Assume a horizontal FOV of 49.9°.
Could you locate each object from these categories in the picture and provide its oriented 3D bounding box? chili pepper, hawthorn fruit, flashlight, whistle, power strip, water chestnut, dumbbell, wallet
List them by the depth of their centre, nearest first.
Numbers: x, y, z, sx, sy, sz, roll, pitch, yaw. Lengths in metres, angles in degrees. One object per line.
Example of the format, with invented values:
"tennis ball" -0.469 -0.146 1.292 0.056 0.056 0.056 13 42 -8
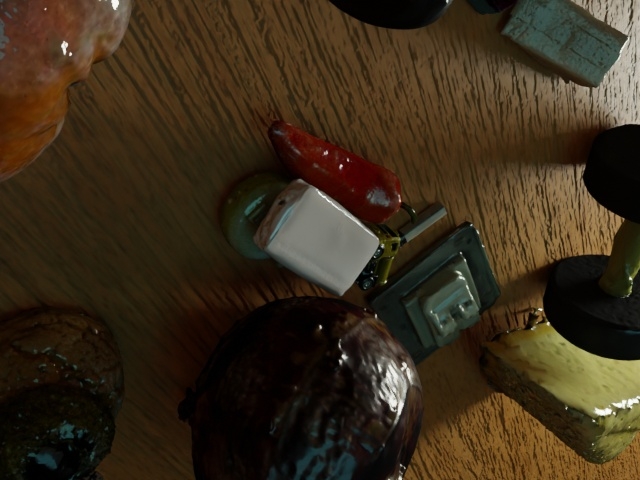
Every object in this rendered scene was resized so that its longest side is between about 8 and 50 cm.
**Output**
"hawthorn fruit" -0.238 -0.166 0.430 0.235 0.231 0.263 -42 141 -15
"wallet" 0.000 0.000 0.782 0.095 0.033 0.190 -55 142 -3
"chili pepper" 0.028 -0.071 0.792 0.272 0.063 0.071 24 118 -42
"whistle" -0.037 0.000 0.806 0.104 0.057 0.198 -42 134 1
"water chestnut" -0.042 0.223 0.828 0.350 0.302 0.350 -42 139 -54
"flashlight" 0.133 -0.021 0.931 0.083 0.018 0.018 -36 135 -7
"power strip" 0.187 0.100 1.025 0.198 0.064 0.213 -39 134 -5
"dumbbell" 0.478 0.005 1.053 0.204 0.204 0.322 -15 129 -25

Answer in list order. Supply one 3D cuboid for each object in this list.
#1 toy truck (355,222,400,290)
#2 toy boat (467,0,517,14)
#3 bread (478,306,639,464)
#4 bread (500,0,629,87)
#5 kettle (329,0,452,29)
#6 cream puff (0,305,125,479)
"toy truck" 0.070 0.017 0.897 0.054 0.049 0.083 -8 127 -31
"toy boat" 0.296 -0.407 0.722 0.392 0.079 0.136 -48 136 10
"bread" 0.436 0.204 1.143 0.279 0.248 0.315 -40 148 -9
"bread" 0.293 -0.258 0.860 0.152 0.105 0.077 29 106 -10
"kettle" 0.046 -0.280 0.532 0.144 0.232 0.202 6 118 -36
"cream puff" -0.274 0.185 0.707 0.183 0.169 0.183 -18 129 -24
